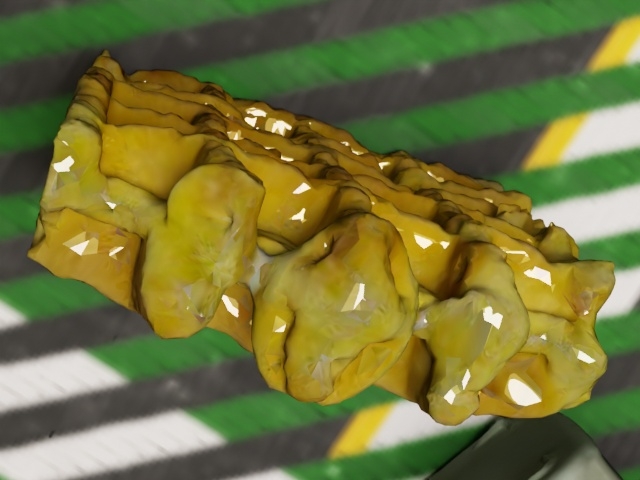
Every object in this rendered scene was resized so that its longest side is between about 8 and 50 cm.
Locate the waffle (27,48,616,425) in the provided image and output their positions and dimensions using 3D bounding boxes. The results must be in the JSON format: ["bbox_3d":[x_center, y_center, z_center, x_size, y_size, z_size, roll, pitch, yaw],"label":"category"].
[{"bbox_3d":[0.000,0.000,0.476,0.160,0.211,0.055,18,98,-10],"label":"waffle"}]

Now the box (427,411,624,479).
[{"bbox_3d":[0.045,0.162,0.546,0.210,0.148,0.129,-38,94,-1],"label":"box"}]
